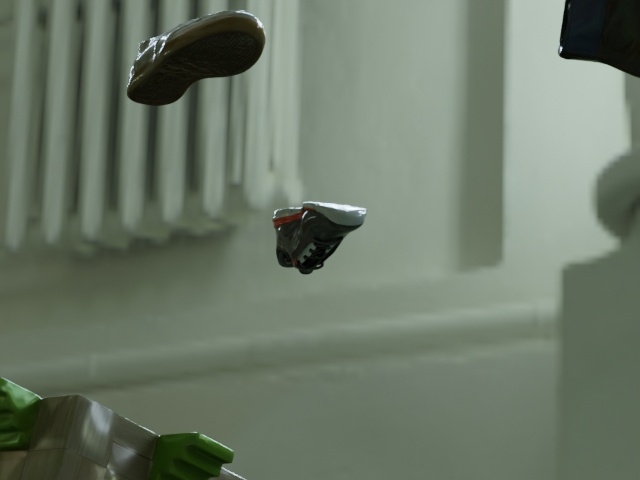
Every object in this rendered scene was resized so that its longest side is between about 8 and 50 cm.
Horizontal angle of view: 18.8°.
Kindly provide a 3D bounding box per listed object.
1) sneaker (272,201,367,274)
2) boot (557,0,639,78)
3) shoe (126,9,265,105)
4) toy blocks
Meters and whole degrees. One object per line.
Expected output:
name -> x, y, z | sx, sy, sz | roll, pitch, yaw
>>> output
sneaker -> 0.000, 0.000, 1.801 | 0.061, 0.065, 0.158 | 7, -7, -19
boot -> 0.208, -0.207, 1.208 | 0.106, 0.219, 0.082 | 3, 5, 1
shoe -> -0.120, -0.182, 1.803 | 0.076, 0.058, 0.219 | 16, -20, -30
toy blocks -> -0.168, 0.307, 1.660 | 0.191, 0.261, 0.381 | -9, -30, 41
